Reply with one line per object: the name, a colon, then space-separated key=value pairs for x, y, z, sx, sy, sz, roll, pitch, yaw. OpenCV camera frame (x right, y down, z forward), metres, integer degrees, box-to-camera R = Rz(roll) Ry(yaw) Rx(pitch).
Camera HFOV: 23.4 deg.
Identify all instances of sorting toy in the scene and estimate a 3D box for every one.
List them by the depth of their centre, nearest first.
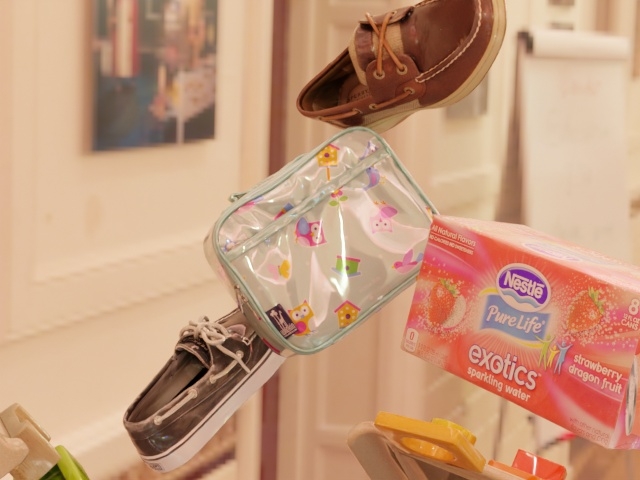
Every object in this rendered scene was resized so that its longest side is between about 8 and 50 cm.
sorting toy: x=0.130 y=0.182 z=1.164 sx=0.196 sy=0.047 sz=0.348 roll=15 pitch=-19 yaw=19

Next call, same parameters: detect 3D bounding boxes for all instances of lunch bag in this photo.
lunch bag: x=0.000 y=0.000 z=1.937 sx=0.279 sy=0.224 sz=0.108 roll=-36 pitch=5 yaw=-14

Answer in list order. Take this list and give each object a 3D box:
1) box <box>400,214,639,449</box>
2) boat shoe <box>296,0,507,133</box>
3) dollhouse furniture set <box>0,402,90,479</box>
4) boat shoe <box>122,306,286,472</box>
box: x=0.238 y=0.084 z=1.521 sx=0.142 sy=0.154 sz=0.300 roll=6 pitch=12 yaw=-39
boat shoe: x=0.089 y=-0.219 z=1.880 sx=0.123 sy=0.123 sz=0.342 roll=5 pitch=-17 yaw=-33
dollhouse furniture set: x=-0.313 y=0.179 z=1.240 sx=0.151 sy=0.301 sz=0.197 roll=-40 pitch=32 yaw=-6
boat shoe: x=-0.143 y=0.154 z=1.990 sx=0.113 sy=0.105 sz=0.306 roll=15 pitch=52 yaw=46
